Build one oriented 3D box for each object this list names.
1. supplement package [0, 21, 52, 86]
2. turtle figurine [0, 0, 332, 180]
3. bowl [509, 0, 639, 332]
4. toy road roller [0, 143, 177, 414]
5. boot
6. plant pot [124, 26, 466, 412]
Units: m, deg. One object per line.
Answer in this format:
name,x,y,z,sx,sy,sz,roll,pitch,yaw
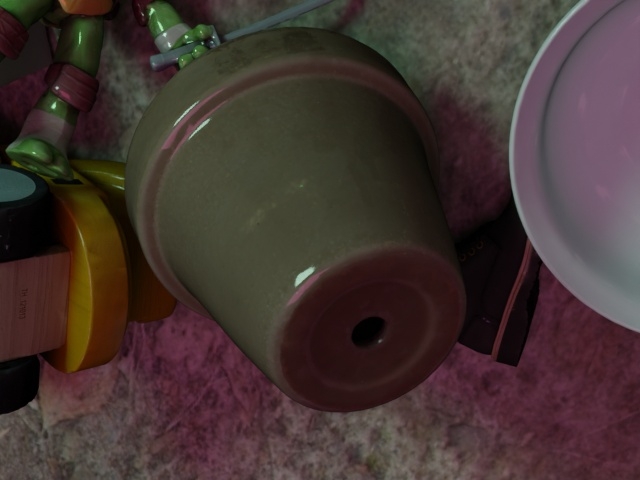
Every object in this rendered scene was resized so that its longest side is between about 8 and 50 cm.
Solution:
supplement package,-0.371,-0.225,0.953,0.203,0.149,0.194,-1,109,16
turtle figurine,-0.166,-0.188,0.848,0.274,0.198,0.266,22,75,17
bowl,0.297,-0.081,0.837,0.298,0.134,0.298,5,112,14
toy road roller,-0.274,-0.002,1.017,0.329,0.240,0.202,33,123,43
boot,0.125,0.007,0.956,0.137,0.077,0.198,15,113,15
plant pot,0.000,0.000,0.842,0.263,0.229,0.263,-11,126,-16
